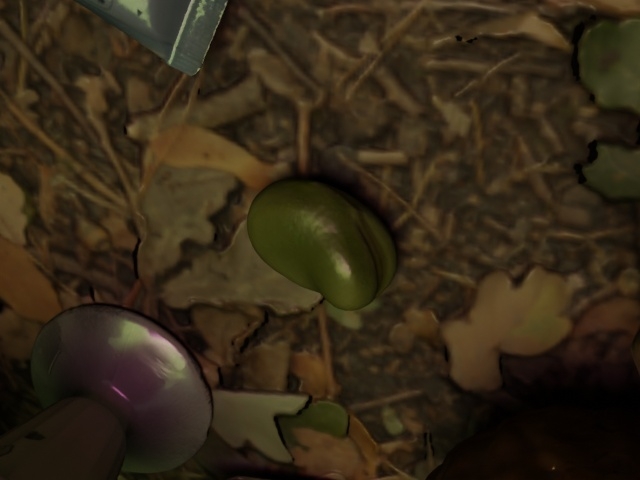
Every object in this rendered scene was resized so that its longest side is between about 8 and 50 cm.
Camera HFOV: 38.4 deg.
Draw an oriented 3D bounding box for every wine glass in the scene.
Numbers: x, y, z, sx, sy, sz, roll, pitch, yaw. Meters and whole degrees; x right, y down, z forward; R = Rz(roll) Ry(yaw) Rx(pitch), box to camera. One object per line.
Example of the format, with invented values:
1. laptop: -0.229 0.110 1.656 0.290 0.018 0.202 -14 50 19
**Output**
1. wine glass: -0.156 0.135 0.506 0.164 0.196 0.165 7 119 12

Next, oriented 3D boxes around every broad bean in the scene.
1. broad bean: 0.000 0.000 0.474 0.083 0.045 0.063 33 134 9

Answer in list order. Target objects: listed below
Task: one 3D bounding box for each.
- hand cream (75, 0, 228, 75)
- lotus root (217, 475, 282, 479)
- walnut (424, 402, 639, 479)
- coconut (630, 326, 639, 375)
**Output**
1. hand cream: -0.163 -0.176 0.432 0.271 0.058 0.091 26 110 0
2. lotus root: -0.024 0.214 0.577 0.143 0.070 0.144 8 120 -2
3. walnut: 0.122 0.179 0.425 0.213 0.213 0.213 8 119 15
4. coconut: 0.243 0.029 0.308 0.259 0.259 0.259 8 119 15
